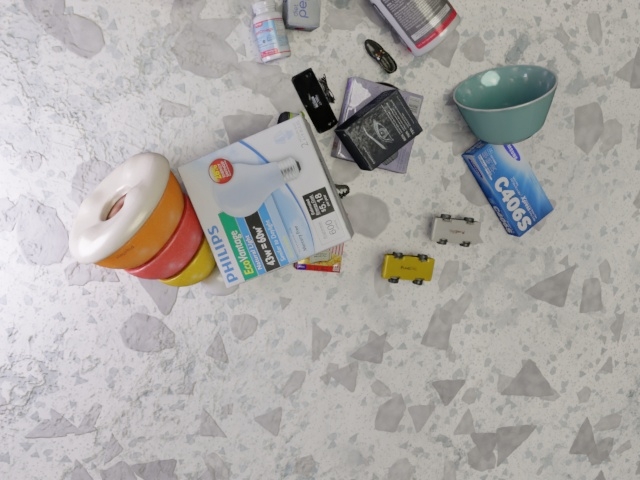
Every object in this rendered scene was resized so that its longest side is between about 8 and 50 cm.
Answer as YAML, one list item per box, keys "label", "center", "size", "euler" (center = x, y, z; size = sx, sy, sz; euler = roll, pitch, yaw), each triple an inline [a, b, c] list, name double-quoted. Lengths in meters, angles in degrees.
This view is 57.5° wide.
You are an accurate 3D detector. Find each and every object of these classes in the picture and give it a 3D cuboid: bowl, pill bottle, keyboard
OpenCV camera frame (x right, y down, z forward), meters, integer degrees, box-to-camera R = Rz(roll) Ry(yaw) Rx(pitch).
- label: "bowl"
  center: [0.588, -0.415, 1.842]
  size: [0.312, 0.311, 0.163]
  euler: [-27, 125, -11]
- label: "pill bottle"
  center: [-0.144, -0.600, 1.674]
  size: [0.087, 0.087, 0.160]
  euler: [-18, 104, -13]
- label: "keyboard"
  center: [-0.004, -0.432, 1.783]
  size: [0.100, 0.038, 0.192]
  euler: [-24, 108, 12]
- label: "pill bottle"
  center: [0.254, -0.721, 1.726]
  size: [0.176, 0.176, 0.318]
  euler: [-46, 109, -5]

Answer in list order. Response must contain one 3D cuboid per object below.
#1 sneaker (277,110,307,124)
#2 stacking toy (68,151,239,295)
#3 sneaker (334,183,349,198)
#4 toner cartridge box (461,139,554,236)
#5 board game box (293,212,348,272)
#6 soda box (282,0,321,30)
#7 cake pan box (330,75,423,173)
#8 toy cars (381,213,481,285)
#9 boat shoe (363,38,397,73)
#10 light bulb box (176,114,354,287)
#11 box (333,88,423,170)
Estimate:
- label: "sneaker"
  center: [-0.084, -0.273, 1.752]
  size: [0.097, 0.084, 0.234]
  euler: [6, 98, -19]
- label: "stacking toy"
  center: [-0.412, 0.020, 1.635]
  size: [0.350, 0.351, 0.480]
  euler: [-49, 127, -4]
- label: "sneaker"
  center: [-0.015, -0.159, 1.789]
  size: [0.235, 0.078, 0.106]
  euler: [-16, 79, -30]
- label: "toner cartridge box"
  center: [0.641, -0.197, 1.989]
  size: [0.165, 0.075, 0.347]
  euler: [-39, 108, -8]
- label: "board game box"
  center: [0.000, 0.000, 1.845]
  size: [0.147, 0.045, 0.193]
  euler: [5, 98, -18]
- label: "soda box"
  center: [-0.051, -0.756, 1.672]
  size: [0.098, 0.091, 0.286]
  euler: [0, 100, -17]
- label: "cake pan box"
  center: [0.178, -0.362, 1.825]
  size: [0.246, 0.070, 0.266]
  euler: [9, 97, -20]
- label: "toy cars"
  center: [0.357, 0.024, 1.941]
  size: [0.394, 0.087, 0.176]
  euler: [-36, 113, -11]
- label: "boat shoe"
  center: [0.188, -0.572, 1.804]
  size: [0.133, 0.042, 0.049]
  euler: [44, 88, -17]
- label: "light bulb box"
  center: [-0.139, -0.104, 1.603]
  size: [0.361, 0.225, 0.357]
  euler: [-23, 92, 7]
- label: "box"
  center: [0.171, -0.328, 1.737]
  size: [0.207, 0.108, 0.153]
  euler: [-37, 108, -7]
